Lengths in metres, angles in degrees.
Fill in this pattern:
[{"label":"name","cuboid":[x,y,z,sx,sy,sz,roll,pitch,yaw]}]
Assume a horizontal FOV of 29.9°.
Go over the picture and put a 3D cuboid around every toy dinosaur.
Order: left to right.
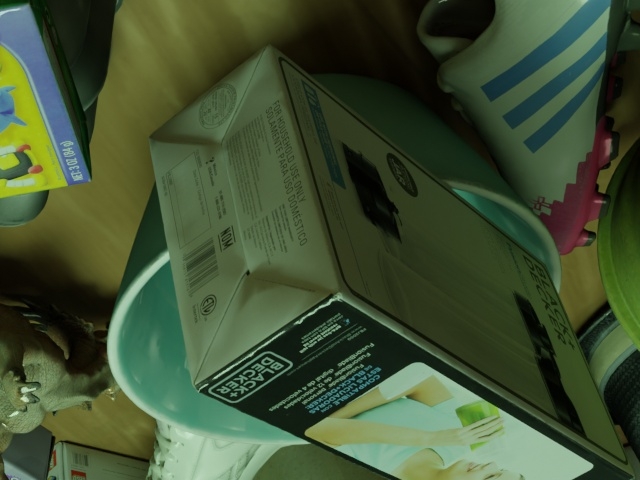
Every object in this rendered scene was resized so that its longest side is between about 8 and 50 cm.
[{"label":"toy dinosaur","cuboid":[-0.263,0.079,0.914,0.295,0.200,0.127,36,108,-21]}]

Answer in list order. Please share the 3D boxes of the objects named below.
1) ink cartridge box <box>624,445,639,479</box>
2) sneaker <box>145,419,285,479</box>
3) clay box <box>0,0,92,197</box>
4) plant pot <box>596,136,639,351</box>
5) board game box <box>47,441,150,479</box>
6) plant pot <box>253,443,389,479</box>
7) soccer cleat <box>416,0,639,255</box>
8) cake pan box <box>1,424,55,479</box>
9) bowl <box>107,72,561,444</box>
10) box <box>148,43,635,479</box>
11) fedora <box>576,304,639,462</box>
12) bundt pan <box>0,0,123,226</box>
[{"label":"ink cartridge box","cuboid":[0.471,0.282,1.439,0.370,0.069,0.176,-20,143,5]},{"label":"sneaker","cuboid":[-0.114,0.181,1.075,0.152,0.114,0.305,30,101,-34]},{"label":"clay box","cuboid":[-0.237,-0.065,0.593,0.222,0.053,0.127,-12,142,-3]},{"label":"plant pot","cuboid":[0.318,-0.052,0.761,0.276,0.276,0.254,-16,152,4]},{"label":"board game box","cuboid":[-0.140,0.327,1.213,0.305,0.193,0.053,23,130,-37]},{"label":"plant pot","cuboid":[0.065,0.330,1.160,0.333,0.305,0.334,-11,134,-12]},{"label":"soccer cleat","cuboid":[0.139,-0.111,0.821,0.143,0.116,0.331,7,146,10]},{"label":"cake pan box","cuboid":[-0.398,0.178,1.012,0.266,0.070,0.246,-30,129,21]},{"label":"bowl","cuboid":[0.000,0.000,0.858,0.311,0.163,0.312,-7,142,-6]},{"label":"box","cuboid":[0.046,0.040,0.656,0.087,0.169,0.290,-34,136,22]},{"label":"fedora","cuboid":[0.407,0.144,1.171,0.334,0.153,0.334,-8,142,-6]},{"label":"bundt pan","cuboid":[-0.276,-0.096,0.689,0.330,0.124,0.331,-8,143,-6]}]
